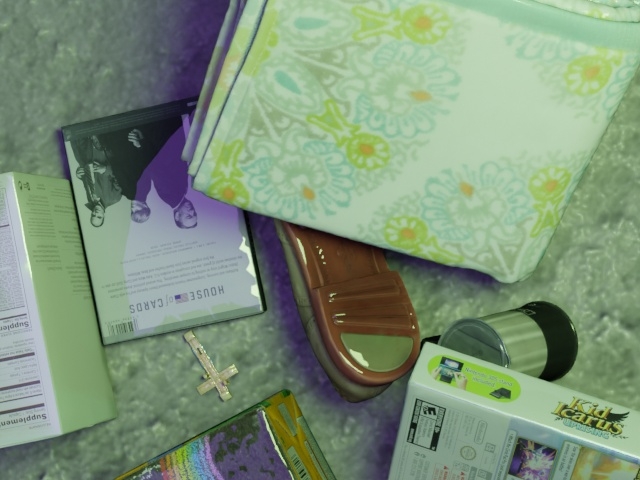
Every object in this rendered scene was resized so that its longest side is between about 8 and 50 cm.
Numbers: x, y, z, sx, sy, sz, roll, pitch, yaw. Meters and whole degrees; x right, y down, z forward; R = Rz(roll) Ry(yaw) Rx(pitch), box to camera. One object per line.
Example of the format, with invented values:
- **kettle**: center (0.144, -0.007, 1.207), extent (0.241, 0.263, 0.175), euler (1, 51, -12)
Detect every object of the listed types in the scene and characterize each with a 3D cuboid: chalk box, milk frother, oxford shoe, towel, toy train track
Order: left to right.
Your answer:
- **chalk box**: center (-0.130, 0.297, 1.744), extent (0.289, 0.179, 0.180), euler (-27, 86, 8)
- **toy train track**: center (-0.120, 0.132, 1.826), extent (0.048, 0.014, 0.083), euler (-33, 84, 7)
- **oxford shoe**: center (0.000, 0.000, 1.759), extent (0.123, 0.130, 0.348), euler (-4, 67, -19)
- **towel**: center (0.080, -0.135, 1.597), extent (0.374, 0.090, 0.321), euler (16, 130, -8)
- **milk frother**: center (0.178, 0.143, 1.718), extent (0.129, 0.134, 0.143), euler (-22, 82, 39)

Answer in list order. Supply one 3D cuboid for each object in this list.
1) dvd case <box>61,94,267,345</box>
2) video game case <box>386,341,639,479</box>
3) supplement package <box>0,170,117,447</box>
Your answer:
- **dvd case**: center (-0.166, -0.023, 1.829), extent (0.179, 0.029, 0.239), euler (-12, 88, 8)
- **video game case**: center (0.189, 0.239, 1.671), extent (0.244, 0.061, 0.270), euler (19, 137, 10)
- **supplement package**: center (-0.349, 0.080, 1.769), extent (0.198, 0.199, 0.263), euler (-12, 87, 9)
